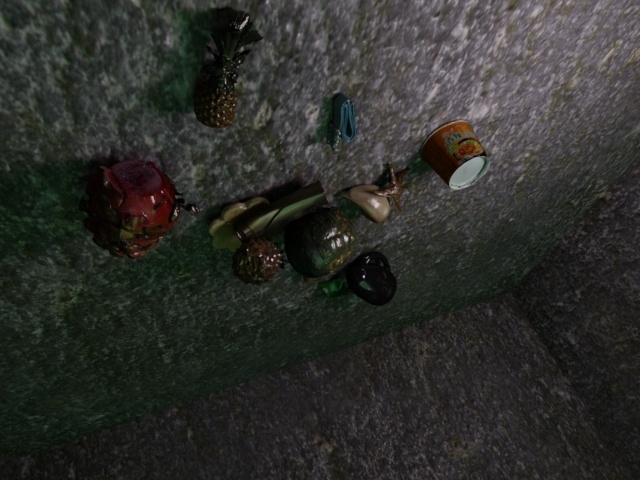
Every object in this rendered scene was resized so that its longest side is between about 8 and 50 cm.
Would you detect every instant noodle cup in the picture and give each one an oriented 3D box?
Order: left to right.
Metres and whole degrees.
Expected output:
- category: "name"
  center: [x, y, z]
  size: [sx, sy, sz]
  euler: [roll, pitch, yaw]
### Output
- category: "instant noodle cup"
  center: [0.529, -0.321, 1.654]
  size: [0.230, 0.182, 0.230]
  euler: [-17, 148, -11]

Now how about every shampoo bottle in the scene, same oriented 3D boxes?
- category: "shampoo bottle"
  center: [-0.143, -0.099, 1.539]
  size: [0.349, 0.084, 0.125]
  euler: [-26, 159, 0]

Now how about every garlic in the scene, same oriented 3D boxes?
- category: "garlic"
  center: [0.197, -0.153, 1.762]
  size: [0.164, 0.146, 0.245]
  euler: [-5, 159, 34]

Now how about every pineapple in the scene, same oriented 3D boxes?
- category: "pineapple"
  center: [-0.232, -0.413, 1.055]
  size: [0.130, 0.119, 0.277]
  euler: [11, 136, -17]
- category: "pineapple"
  center: [-0.208, 0.062, 1.604]
  size: [0.175, 0.175, 0.361]
  euler: [-32, -177, 13]

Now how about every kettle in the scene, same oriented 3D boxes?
- category: "kettle"
  center: [0.265, 0.189, 2.289]
  size: [0.290, 0.207, 0.268]
  euler: [30, 92, -44]

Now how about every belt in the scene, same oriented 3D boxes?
- category: "belt"
  center: [0.063, -0.380, 1.364]
  size: [0.100, 0.065, 0.179]
  euler: [-28, 149, -10]

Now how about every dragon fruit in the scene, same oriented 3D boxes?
- category: "dragon fruit"
  center: [-0.540, -0.079, 1.242]
  size: [0.269, 0.250, 0.291]
  euler: [-22, 149, -42]

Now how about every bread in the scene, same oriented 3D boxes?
- category: "bread"
  center: [-0.279, -0.057, 1.632]
  size: [0.315, 0.054, 0.316]
  euler: [-18, 150, -11]

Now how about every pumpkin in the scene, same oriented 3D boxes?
- category: "pumpkin"
  center: [0.000, 0.000, 1.665]
  size: [0.291, 0.258, 0.327]
  euler: [-21, -170, -12]

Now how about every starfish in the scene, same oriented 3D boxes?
- category: "starfish"
  center: [0.295, -0.205, 1.715]
  size: [0.238, 0.056, 0.213]
  euler: [-26, 117, -43]

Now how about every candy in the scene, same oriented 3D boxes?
- category: "candy"
  center: [0.080, 0.269, 2.368]
  size: [0.141, 0.078, 0.203]
  euler: [-26, 144, 3]

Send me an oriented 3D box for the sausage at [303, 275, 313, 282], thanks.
- category: "sausage"
  center: [-0.053, 0.105, 2.029]
  size: [0.065, 0.066, 0.301]
  euler: [-15, 149, -15]
